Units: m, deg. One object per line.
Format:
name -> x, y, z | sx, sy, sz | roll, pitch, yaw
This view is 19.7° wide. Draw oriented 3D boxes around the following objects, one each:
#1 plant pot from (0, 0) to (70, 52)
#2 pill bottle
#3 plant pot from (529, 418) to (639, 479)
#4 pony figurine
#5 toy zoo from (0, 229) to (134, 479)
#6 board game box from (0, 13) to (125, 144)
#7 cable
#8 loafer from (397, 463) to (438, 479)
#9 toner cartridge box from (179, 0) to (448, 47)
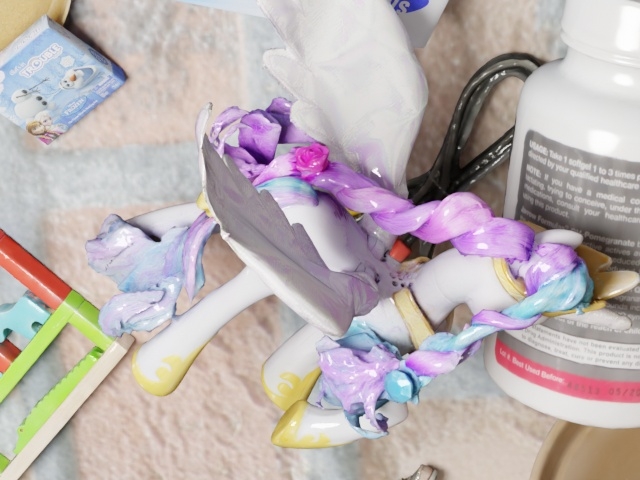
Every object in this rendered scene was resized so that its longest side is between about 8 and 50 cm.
plant pot -> -0.308, -0.231, 1.488 | 0.236, 0.032, 0.236 | 3, 111, 8
pill bottle -> 0.227, -0.036, 1.384 | 0.176, 0.176, 0.318 | 9, 111, 7
plant pot -> 0.293, 0.215, 1.468 | 0.237, 0.237, 0.110 | -26, 137, 18
pony figurine -> 0.000, 0.000, 1.315 | 0.363, 0.303, 0.351 | -25, 121, 40
toy zoo -> -0.331, 0.063, 1.600 | 0.293, 0.030, 0.192 | 40, 112, -6
board game box -> -0.221, -0.128, 1.491 | 0.090, 0.020, 0.090 | -37, 133, 20
cable -> 0.079, -0.023, 1.469 | 0.287, 0.072, 0.139 | -35, 97, 21
loafer -> 0.055, 0.237, 1.588 | 0.039, 0.045, 0.125 | 34, 115, 4
toner cartridge box -> -0.054, -0.249, 1.310 | 0.348, 0.075, 0.165 | 7, 128, -25
